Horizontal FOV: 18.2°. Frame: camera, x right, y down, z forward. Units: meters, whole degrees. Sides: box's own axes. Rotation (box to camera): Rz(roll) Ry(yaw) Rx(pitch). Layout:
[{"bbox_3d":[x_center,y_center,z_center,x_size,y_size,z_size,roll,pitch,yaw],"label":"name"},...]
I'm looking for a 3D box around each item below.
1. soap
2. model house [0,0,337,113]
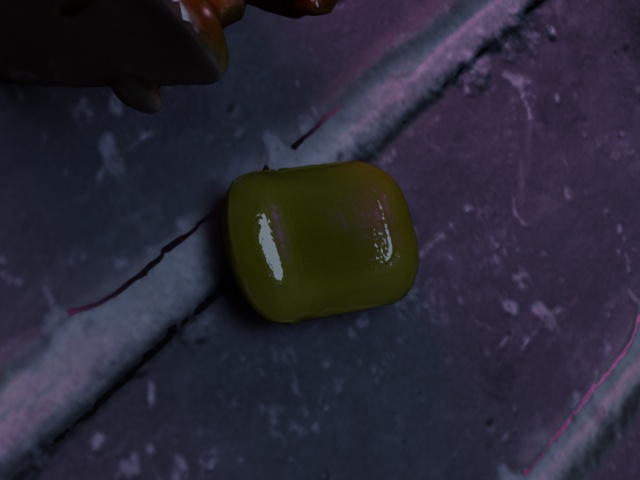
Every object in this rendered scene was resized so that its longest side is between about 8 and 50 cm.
[{"bbox_3d":[-0.001,0.000,1.132,0.140,0.045,0.089,-8,78,-43],"label":"soap"},{"bbox_3d":[-0.098,-0.202,1.024,0.229,0.199,0.220,-52,123,-37],"label":"model house"}]
